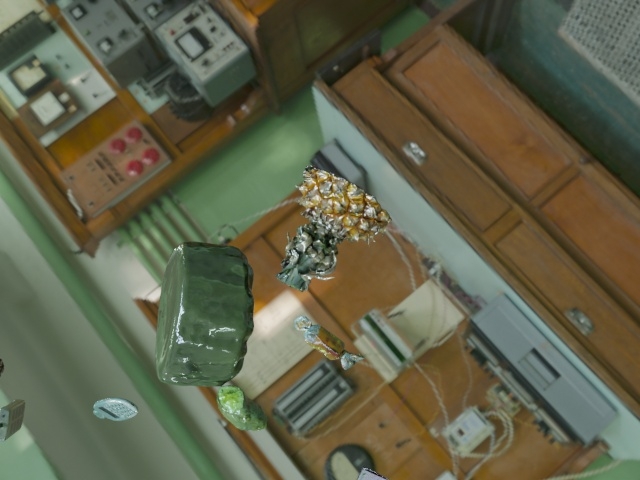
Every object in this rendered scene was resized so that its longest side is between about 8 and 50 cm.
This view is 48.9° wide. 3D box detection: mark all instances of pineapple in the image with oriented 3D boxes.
[{"bbox_3d":[0.000,0.000,1.678,0.262,0.272,0.262,32,172,5],"label":"pineapple"}]

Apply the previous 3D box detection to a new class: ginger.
[{"bbox_3d":[-0.201,0.444,1.820,0.137,0.089,0.290,21,161,3],"label":"ginger"}]

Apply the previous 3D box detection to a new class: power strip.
[{"bbox_3d":[-0.784,0.454,1.779,0.029,0.080,0.227,10,173,-11],"label":"power strip"}]

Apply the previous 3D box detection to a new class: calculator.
[{"bbox_3d":[-0.553,0.454,1.888,0.153,0.021,0.095,-19,131,34],"label":"calculator"}]

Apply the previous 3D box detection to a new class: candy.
[{"bbox_3d":[0.014,0.226,1.526,0.182,0.046,0.053,35,135,-16],"label":"candy"}]

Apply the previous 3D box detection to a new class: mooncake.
[{"bbox_3d":[-0.283,0.178,1.712,0.194,0.357,0.356,10,-174,-19],"label":"mooncake"}]

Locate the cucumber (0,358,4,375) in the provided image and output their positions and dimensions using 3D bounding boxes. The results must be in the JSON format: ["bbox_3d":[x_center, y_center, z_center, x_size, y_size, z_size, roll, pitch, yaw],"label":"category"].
[{"bbox_3d":[-0.683,0.305,1.368,0.072,0.072,0.300,54,180,-19],"label":"cucumber"}]

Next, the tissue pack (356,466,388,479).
[{"bbox_3d":[0.116,0.818,2.073,0.092,0.246,0.149,18,145,19],"label":"tissue pack"}]
